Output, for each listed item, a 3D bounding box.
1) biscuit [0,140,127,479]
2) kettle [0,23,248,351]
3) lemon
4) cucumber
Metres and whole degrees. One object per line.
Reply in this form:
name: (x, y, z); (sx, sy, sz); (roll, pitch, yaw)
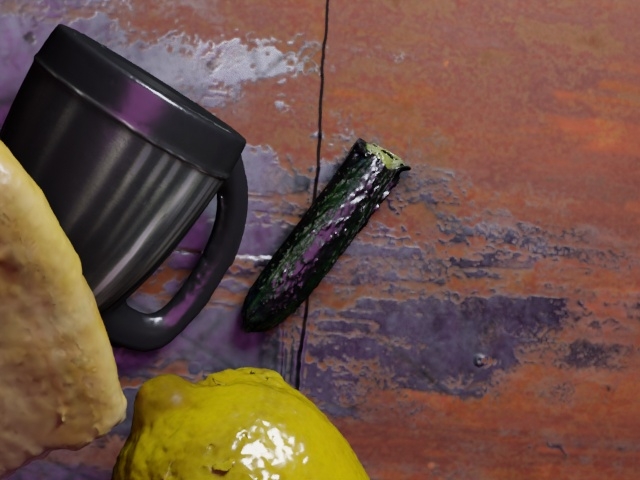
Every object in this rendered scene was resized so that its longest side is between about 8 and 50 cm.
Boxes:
biscuit: (-0.398, 0.075, 0.941); (0.429, 0.104, 0.446); (-8, 122, -3)
kettle: (-0.216, -0.031, 1.078); (0.207, 0.251, 0.271); (35, 94, 22)
lemon: (-0.072, 0.261, 1.066); (0.245, 0.245, 0.320); (-31, 99, -12)
cucumber: (0.000, -0.001, 1.172); (0.067, 0.067, 0.245); (38, 80, -11)
